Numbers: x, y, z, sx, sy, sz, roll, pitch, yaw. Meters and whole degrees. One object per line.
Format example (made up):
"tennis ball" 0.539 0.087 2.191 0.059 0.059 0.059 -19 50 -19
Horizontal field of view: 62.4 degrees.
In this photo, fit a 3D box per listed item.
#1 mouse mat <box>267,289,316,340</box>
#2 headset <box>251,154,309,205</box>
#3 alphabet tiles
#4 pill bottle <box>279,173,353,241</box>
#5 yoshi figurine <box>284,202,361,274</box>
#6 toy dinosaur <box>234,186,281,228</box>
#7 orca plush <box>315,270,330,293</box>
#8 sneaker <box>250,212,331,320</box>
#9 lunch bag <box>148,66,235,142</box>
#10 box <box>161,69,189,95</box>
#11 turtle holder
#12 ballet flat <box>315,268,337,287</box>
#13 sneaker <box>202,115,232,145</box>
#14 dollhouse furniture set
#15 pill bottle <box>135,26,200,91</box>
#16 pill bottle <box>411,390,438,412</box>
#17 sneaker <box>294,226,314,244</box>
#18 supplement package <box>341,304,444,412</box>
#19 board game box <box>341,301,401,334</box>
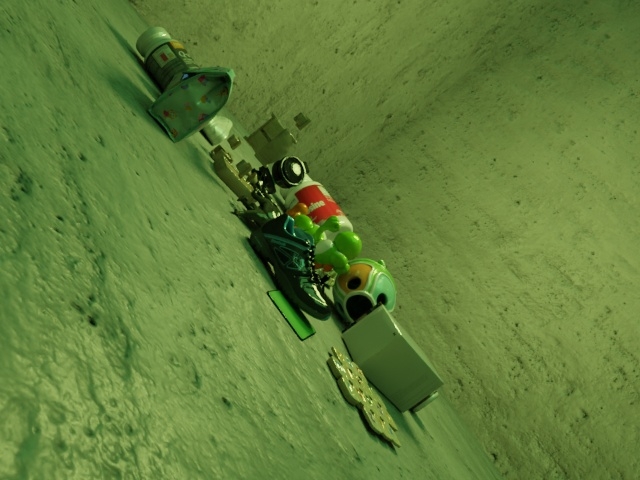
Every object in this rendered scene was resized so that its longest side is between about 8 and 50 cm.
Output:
"mouse mat" -0.072 0.191 1.385 0.152 0.007 0.190 53 7 9
"headset" -0.181 -0.237 2.195 0.185 0.244 0.394 71 20 -4
"alphabet tiles" 0.114 0.414 1.405 0.284 0.021 0.278 47 8 -42
"pill bottle" -0.035 -0.143 2.613 0.407 0.229 0.229 55 6 31
"yoshi figurine" 0.023 -0.005 2.015 0.204 0.202 0.362 20 15 -47
"toy dinosaur" -0.177 -0.087 1.713 0.160 0.121 0.313 47 2 11
"orca plush" -0.023 0.127 1.676 0.151 0.102 0.287 53 6 7
"sneaker" -0.063 0.071 1.481 0.340 0.140 0.125 53 4 19
"lunch bag" -0.373 -0.438 1.608 0.160 0.262 0.223 50 7 -19
"box" -0.467 -0.492 1.835 0.137 0.072 0.126 46 49 -41
"turtle holder" 0.156 0.239 1.979 0.244 0.320 0.227 11 20 7
"ballet flat" 0.029 0.138 2.152 0.091 0.077 0.241 54 5 18
"sneaker" -0.453 -0.506 2.169 0.169 0.108 0.292 53 6 -25
"dollhouse furniture set" -0.183 -0.312 1.860 0.173 0.356 0.303 49 6 -34
"pill bottle" -0.553 -0.645 1.970 0.278 0.162 0.162 53 6 5
"pill bottle" 0.331 0.521 1.970 0.215 0.117 0.117 54 6 20
"sneaker" -0.075 0.024 1.864 0.228 0.088 0.092 -131 -145 -66
"supplement package" 0.237 0.389 1.736 0.293 0.178 0.175 49 7 -31
"board game box" 0.181 0.312 1.811 0.141 0.170 0.048 50 5 -32
